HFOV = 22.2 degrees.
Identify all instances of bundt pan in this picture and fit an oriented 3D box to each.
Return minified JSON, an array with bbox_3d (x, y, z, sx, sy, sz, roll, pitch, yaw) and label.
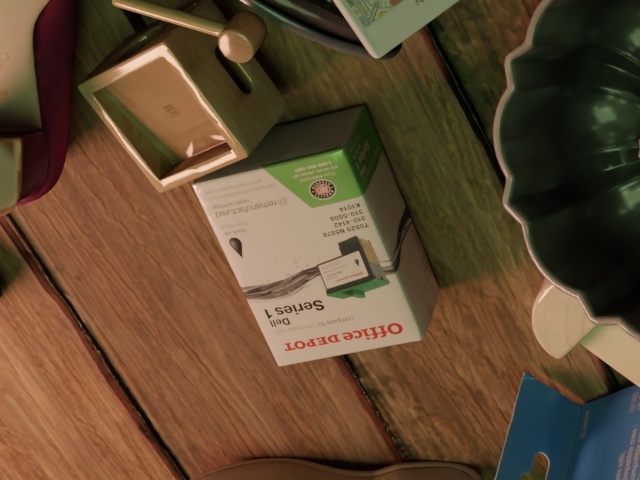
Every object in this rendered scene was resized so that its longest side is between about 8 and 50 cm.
[{"bbox_3d":[0.310,-0.081,1.329,0.331,0.124,0.330,11,108,36],"label":"bundt pan"}]

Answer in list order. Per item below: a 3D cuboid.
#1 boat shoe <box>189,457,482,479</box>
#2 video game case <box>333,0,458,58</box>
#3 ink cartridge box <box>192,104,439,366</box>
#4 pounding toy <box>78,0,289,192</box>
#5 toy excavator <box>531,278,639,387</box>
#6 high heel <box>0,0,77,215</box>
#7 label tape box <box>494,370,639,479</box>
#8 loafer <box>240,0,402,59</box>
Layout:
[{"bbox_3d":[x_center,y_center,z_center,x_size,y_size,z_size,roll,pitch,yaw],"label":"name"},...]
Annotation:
[{"bbox_3d":[0.013,0.296,1.724,0.324,0.116,0.096,-2,120,9],"label":"boat shoe"},{"bbox_3d":[0.067,-0.291,1.303,0.206,0.026,0.227,-36,117,3],"label":"video game case"},{"bbox_3d":[0.000,0.000,1.539,0.160,0.092,0.219,-13,118,22],"label":"ink cartridge box"},{"bbox_3d":[-0.109,-0.163,1.438,0.206,0.094,0.181,-20,115,42],"label":"pounding toy"},{"bbox_3d":[0.465,0.139,1.459,0.445,0.222,0.433,-20,115,35],"label":"toy excavator"},{"bbox_3d":[-0.276,-0.215,1.489,0.127,0.181,0.377,12,104,-2],"label":"high heel"},{"bbox_3d":[0.340,0.264,1.523,0.348,0.249,0.115,27,137,-5],"label":"label tape box"},{"bbox_3d":[-0.050,-0.259,1.375,0.303,0.109,0.095,29,121,-2],"label":"loafer"}]
